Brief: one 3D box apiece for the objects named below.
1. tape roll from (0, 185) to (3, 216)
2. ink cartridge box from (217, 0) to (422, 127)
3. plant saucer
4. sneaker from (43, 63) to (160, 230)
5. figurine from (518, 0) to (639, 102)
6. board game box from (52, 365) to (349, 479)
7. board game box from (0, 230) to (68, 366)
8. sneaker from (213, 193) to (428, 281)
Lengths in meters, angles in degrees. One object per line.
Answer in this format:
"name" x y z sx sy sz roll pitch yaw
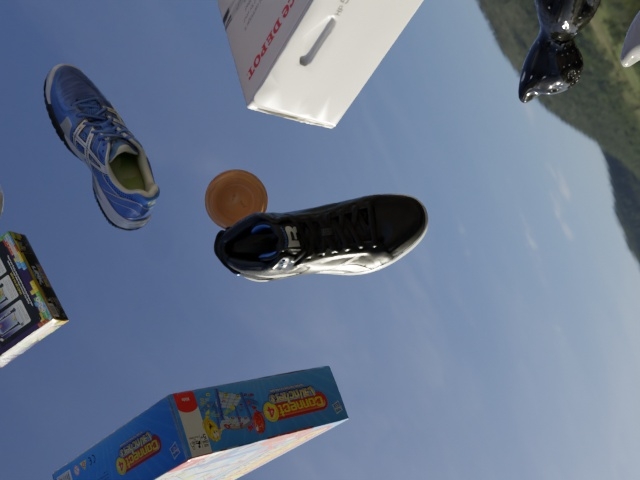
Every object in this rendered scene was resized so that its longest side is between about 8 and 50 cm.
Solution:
"tape roll" -0.538 -0.040 1.017 0.169 0.246 0.246 54 -157 -46
"ink cartridge box" -0.012 -0.214 0.677 0.086 0.148 0.203 10 -135 -32
"plant saucer" -0.111 -0.052 1.107 0.083 0.083 0.013 57 -175 -15
"sneaker" -0.246 -0.118 0.977 0.080 0.081 0.211 -32 -89 -36
"figurine" 0.304 -0.246 0.854 0.209 0.214 0.092 85 163 -51
"board game box" -0.170 0.294 1.203 0.302 0.308 0.086 -1 -118 -48
"board game box" -0.503 0.094 1.345 0.170 0.141 0.048 59 -170 16
"sneaker" 0.000 0.000 0.847 0.121 0.216 0.079 19 -123 -78
